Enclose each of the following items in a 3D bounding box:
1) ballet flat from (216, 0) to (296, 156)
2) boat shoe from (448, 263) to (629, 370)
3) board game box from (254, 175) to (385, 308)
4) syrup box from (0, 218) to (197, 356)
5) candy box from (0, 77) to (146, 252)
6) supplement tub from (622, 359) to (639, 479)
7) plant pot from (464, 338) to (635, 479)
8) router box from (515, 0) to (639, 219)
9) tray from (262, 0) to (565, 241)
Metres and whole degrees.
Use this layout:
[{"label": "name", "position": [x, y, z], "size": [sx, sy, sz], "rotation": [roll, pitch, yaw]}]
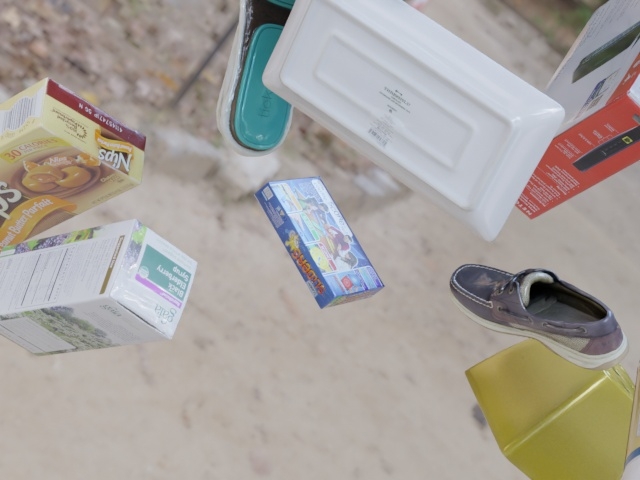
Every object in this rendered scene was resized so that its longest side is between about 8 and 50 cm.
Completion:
[{"label": "ballet flat", "position": [-0.064, -0.311, 2.085], "size": [0.139, 0.400, 0.139], "rotation": [17, -1, 0]}, {"label": "boat shoe", "position": [0.292, 0.082, 2.049], "size": [0.285, 0.103, 0.092], "rotation": [27, -38, 40]}, {"label": "board game box", "position": [0.000, 0.000, 2.232], "size": [0.136, 0.035, 0.201], "rotation": [-9, 65, -54]}, {"label": "syrup box", "position": [-0.249, 0.053, 1.591], "size": [0.093, 0.237, 0.096], "rotation": [37, 56, -36]}, {"label": "candy box", "position": [-0.418, -0.096, 2.100], "size": [0.183, 0.316, 0.087], "rotation": [32, 48, -40]}, {"label": "supplement tub", "position": [0.380, 0.177, 1.491], "size": [0.144, 0.144, 0.199], "rotation": [33, 51, -20]}, {"label": "plant pot", "position": [0.377, 0.256, 2.285], "size": [0.212, 0.187, 0.212], "rotation": [41, 16, -30]}, {"label": "router box", "position": [0.379, -0.208, 1.835], "size": [0.082, 0.335, 0.301], "rotation": [40, -30, -9]}, {"label": "tray", "position": [0.069, -0.125, 1.322], "size": [0.270, 0.145, 0.030], "rotation": [36, 31, 17]}]
